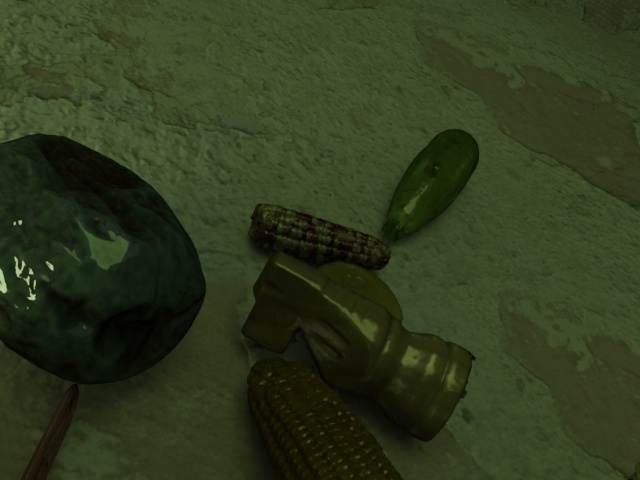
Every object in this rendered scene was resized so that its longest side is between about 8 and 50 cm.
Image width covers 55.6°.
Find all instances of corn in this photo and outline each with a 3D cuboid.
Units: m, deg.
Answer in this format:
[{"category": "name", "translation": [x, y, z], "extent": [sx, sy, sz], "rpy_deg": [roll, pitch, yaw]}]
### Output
[{"category": "corn", "translation": [0.008, 0.242, 0.659], "extent": [0.119, 0.119, 0.322], "rpy_deg": [-2, 25, -29]}, {"category": "corn", "translation": [0.000, 0.000, 0.976], "extent": [0.236, 0.080, 0.080], "rpy_deg": [15, 42, -19]}]

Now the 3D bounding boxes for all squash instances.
[{"category": "squash", "translation": [0.218, -0.117, 1.180], "extent": [0.118, 0.118, 0.370], "rpy_deg": [35, 44, 9]}]

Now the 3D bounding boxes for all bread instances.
[{"category": "bread", "translation": [0.044, 0.092, 0.897], "extent": [0.156, 0.086, 0.125], "rpy_deg": [22, 35, -11]}]

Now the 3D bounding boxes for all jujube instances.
[{"category": "jujube", "translation": [-0.291, 0.014, 0.692], "extent": [0.308, 0.215, 0.246], "rpy_deg": [42, 21, 26]}]

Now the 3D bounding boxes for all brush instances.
[{"category": "brush", "translation": [-0.276, 0.236, 0.566], "extent": [0.047, 0.103, 0.234], "rpy_deg": [15, 41, -8]}]

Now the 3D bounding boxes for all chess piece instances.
[{"category": "chess piece", "translation": [0.042, 0.132, 0.797], "extent": [0.300, 0.137, 0.137], "rpy_deg": [32, 41, -5]}]

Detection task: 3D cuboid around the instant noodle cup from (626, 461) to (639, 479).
[{"category": "instant noodle cup", "translation": [0.355, 0.381, 0.658], "extent": [0.213, 0.174, 0.213], "rpy_deg": [39, 19, -16]}]
